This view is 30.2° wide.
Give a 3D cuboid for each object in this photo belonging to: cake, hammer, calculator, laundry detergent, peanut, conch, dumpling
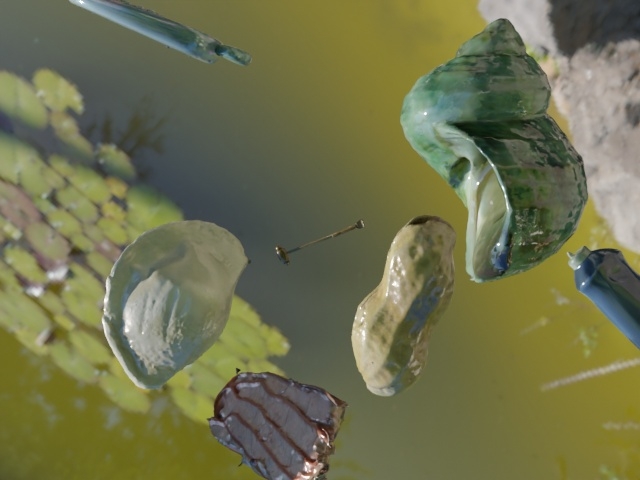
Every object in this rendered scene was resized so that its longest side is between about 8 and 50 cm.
[{"bbox_3d":[-0.032,0.179,1.077,0.135,0.098,0.287,32,169,-4],"label":"cake"},{"bbox_3d":[0.000,0.000,1.498,0.123,0.014,0.029,-21,105,18],"label":"hammer"},{"bbox_3d":[-0.249,-0.326,1.834,0.298,0.041,0.185,22,-175,3],"label":"calculator"},{"bbox_3d":[0.411,0.079,1.588,0.206,0.097,0.061,41,144,0],"label":"laundry detergent"},{"bbox_3d":[0.125,0.097,1.762,0.130,0.130,0.290,25,109,13],"label":"peanut"},{"bbox_3d":[0.138,-0.069,0.929,0.122,0.176,0.188,-26,84,11],"label":"conch"},{"bbox_3d":[-0.202,0.078,1.563,0.166,0.126,0.216,34,104,-10],"label":"dumpling"}]
